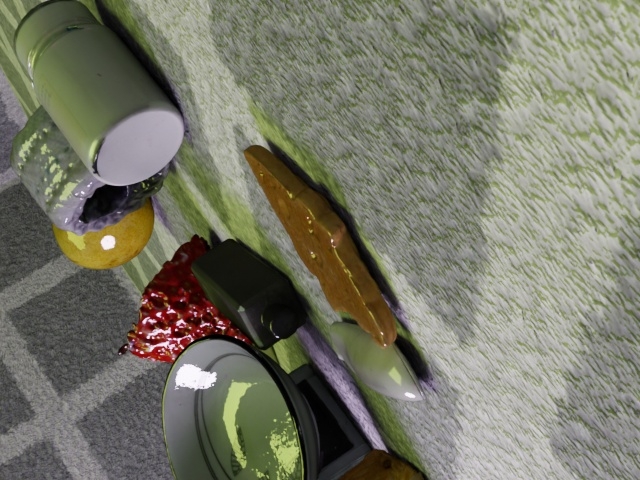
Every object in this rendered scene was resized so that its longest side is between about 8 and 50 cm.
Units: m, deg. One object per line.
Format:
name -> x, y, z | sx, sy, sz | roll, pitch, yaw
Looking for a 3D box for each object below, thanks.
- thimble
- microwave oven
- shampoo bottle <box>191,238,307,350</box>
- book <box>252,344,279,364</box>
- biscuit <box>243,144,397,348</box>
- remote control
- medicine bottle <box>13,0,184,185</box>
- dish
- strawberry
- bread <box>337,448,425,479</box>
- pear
thimble -> -0.344, -0.126, 1.578 | 0.157, 0.217, 0.245 | 51, 149, 10
microwave oven -> -0.009, 0.318, 1.556 | 0.208, 0.122, 0.162 | 52, 164, 23
shampoo bottle -> -0.095, 0.074, 1.411 | 0.246, 0.079, 0.080 | 33, 153, 60
book -> -0.153, 0.147, 1.880 | 0.264, 0.027, 0.202 | 47, 163, 37
biscuit -> 0.000, 0.000, 1.017 | 0.250, 0.035, 0.162 | 53, 160, 17
remote control -> 0.053, 0.132, 1.101 | 0.073, 0.044, 0.229 | 57, 166, -11
medicine bottle -> -0.304, -0.205, 1.393 | 0.258, 0.143, 0.143 | 50, 164, 26
dish -> -0.089, 0.274, 1.431 | 0.317, 0.106, 0.316 | 13, 108, 44
strawberry -> -0.192, 0.123, 1.662 | 0.178, 0.233, 0.234 | 27, 159, 11
bread -> 0.081, 0.375, 1.324 | 0.143, 0.149, 0.158 | 59, 167, -20
pear -> -0.428, -0.050, 2.059 | 0.209, 0.209, 0.209 | 53, 165, 20
